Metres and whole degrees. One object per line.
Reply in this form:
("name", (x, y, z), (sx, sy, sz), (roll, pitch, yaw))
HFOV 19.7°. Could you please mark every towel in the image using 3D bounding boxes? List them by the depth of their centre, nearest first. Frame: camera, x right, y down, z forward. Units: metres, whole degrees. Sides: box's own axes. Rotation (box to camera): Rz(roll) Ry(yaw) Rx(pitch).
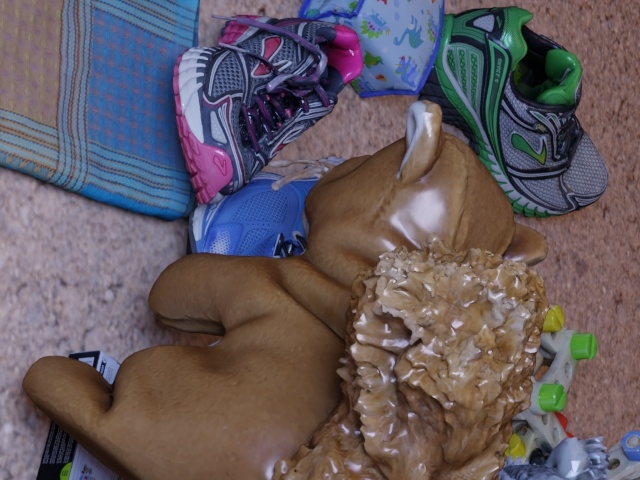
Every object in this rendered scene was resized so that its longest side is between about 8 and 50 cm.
("towel", (-0.217, -0.180, 1.463), (0.370, 0.040, 0.271), (20, 67, -53))

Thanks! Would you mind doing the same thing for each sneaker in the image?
("sneaker", (-0.047, -0.128, 1.569), (0.299, 0.112, 0.121), (-63, 147, -59))
("sneaker", (0.000, 0.000, 1.630), (0.330, 0.147, 0.130), (-23, 122, -54))
("sneaker", (0.235, -0.133, 2.022), (0.343, 0.146, 0.134), (41, 52, -46))

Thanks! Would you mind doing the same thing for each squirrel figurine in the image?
("squirrel figurine", (0.042, 0.089, 1.359), (0.370, 0.397, 0.281), (-49, 120, -15))

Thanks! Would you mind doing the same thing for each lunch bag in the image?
("lunch bag", (0.062, -0.238, 1.830), (0.129, 0.096, 0.151), (49, 57, -40))

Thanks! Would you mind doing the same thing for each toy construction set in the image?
("toy construction set", (0.267, 0.207, 2.024), (0.327, 0.151, 0.215), (45, 48, -28))

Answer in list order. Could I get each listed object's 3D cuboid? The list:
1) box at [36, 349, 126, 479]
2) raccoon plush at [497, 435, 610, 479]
("box", (-0.176, 0.204, 1.456), (0.114, 0.036, 0.207), (40, 53, -45))
("raccoon plush", (0.153, 0.282, 1.589), (0.446, 0.299, 0.216), (8, 61, -70))
